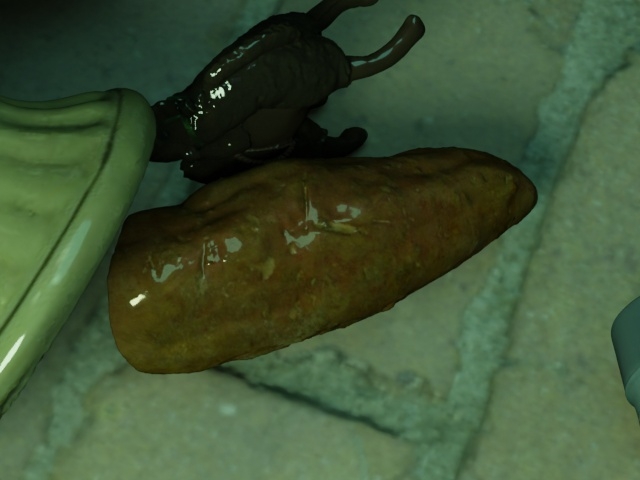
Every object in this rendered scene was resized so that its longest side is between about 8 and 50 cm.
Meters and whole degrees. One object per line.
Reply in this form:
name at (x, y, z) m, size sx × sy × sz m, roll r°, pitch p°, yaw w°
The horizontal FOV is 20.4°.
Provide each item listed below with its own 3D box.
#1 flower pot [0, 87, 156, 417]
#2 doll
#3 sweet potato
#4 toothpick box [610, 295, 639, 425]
flower pot at (-0.228, -0.039, 0.801) m, size 0.244 × 0.307 × 0.307 m, roll 35°, pitch 57°, yaw -18°
doll at (-0.029, -0.071, 0.920) m, size 0.165 × 0.139 × 0.057 m, roll -26°, pitch 72°, yaw -31°
sweet potato at (0.000, 0.000, 0.923) m, size 0.252 × 0.097 × 0.097 m, roll -19°, pitch 63°, yaw -22°
toothpick box at (0.210, 0.101, 0.881) m, size 0.101 × 0.101 × 0.153 m, roll -5°, pitch 60°, yaw -10°
